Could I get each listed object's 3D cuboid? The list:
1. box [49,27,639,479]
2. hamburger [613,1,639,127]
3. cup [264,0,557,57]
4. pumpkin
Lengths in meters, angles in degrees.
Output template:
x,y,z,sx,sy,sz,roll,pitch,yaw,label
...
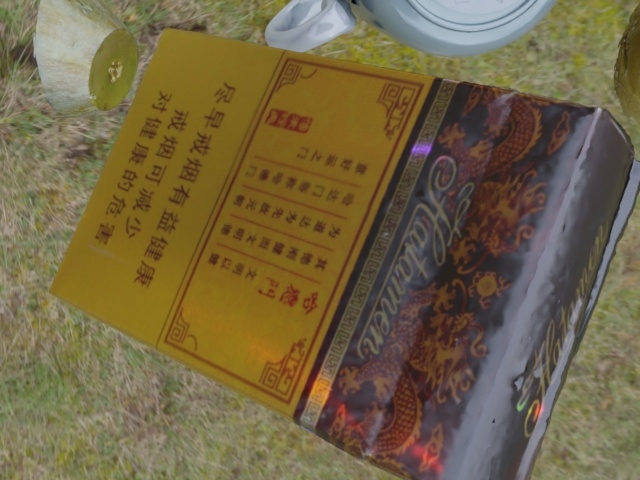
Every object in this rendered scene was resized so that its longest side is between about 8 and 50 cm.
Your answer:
x,y,z,sx,sy,sz,roll,pitch,yaw,label
0.000,0.000,0.721,0.115,0.415,0.264,32,79,-52,box
0.436,-0.224,0.972,0.134,0.285,0.266,38,57,-18,hamburger
0.092,-0.313,1.053,0.356,0.274,0.259,-34,111,4,cup
-0.348,-0.289,1.460,0.110,0.217,0.218,8,94,6,pumpkin
